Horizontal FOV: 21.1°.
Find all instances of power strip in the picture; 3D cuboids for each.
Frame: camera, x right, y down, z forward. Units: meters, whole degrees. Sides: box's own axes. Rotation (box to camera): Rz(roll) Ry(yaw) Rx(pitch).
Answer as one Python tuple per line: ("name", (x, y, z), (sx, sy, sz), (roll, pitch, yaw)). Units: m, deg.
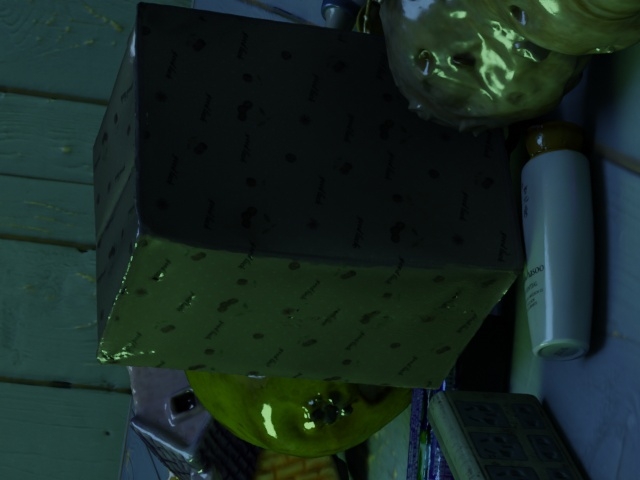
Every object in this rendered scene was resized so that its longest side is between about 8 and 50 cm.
("power strip", (0.149, 0.184, 1.235), (0.268, 0.092, 0.034), (-112, 29, -63))

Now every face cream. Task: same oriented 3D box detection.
("face cream", (0.178, -0.001, 1.294), (0.072, 0.051, 0.182), (125, 150, -64))

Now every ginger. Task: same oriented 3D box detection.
("ginger", (0.162, -0.209, 1.226), (0.256, 0.176, 0.375), (-65, 13, -9))

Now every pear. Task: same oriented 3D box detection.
("pear", (-0.010, 0.066, 1.614), (0.321, 0.269, 0.269), (-91, 15, -51))

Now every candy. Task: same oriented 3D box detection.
("candy", (0.108, 0.215, 1.447), (0.088, 0.061, 0.312), (166, 110, -73))

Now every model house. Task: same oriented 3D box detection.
("model house", (-0.076, 0.203, 1.804), (0.237, 0.202, 0.237), (68, -174, -53))

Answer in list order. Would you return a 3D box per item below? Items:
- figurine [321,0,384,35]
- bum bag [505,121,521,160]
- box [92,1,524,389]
("figurine", (0.092, -0.273, 1.592), (0.158, 0.161, 0.275), (61, 150, 28))
("bum bag", (0.129, -0.117, 1.512), (0.248, 0.069, 0.102), (-110, 14, -64))
("box", (-0.020, -0.028, 1.362), (0.190, 0.297, 0.225), (116, 154, -51))
